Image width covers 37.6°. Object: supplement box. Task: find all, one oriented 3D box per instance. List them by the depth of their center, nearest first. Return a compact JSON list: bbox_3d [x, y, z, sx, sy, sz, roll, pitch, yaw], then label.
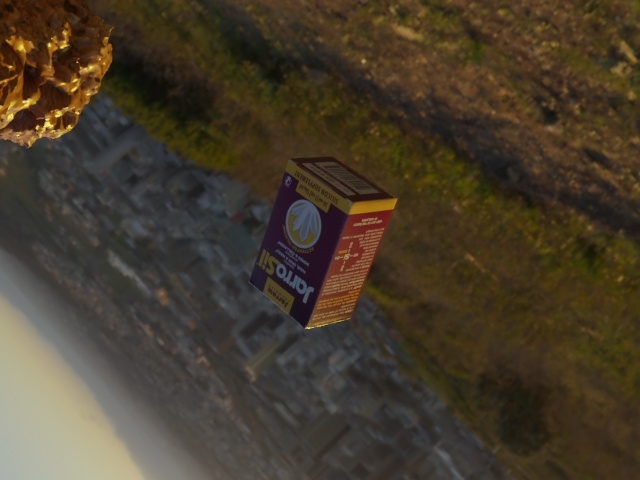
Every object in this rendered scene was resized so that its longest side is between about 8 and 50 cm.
[{"bbox_3d":[0.000,0.000,0.544,0.055,0.043,0.083,35,118,33],"label":"supplement box"}]

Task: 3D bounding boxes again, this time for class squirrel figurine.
[{"bbox_3d":[-0.397,-0.224,0.817,0.397,0.281,0.370,23,173,27],"label":"squirrel figurine"}]
